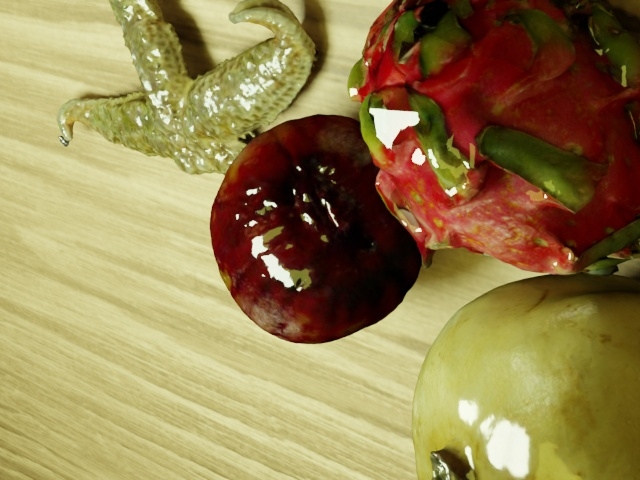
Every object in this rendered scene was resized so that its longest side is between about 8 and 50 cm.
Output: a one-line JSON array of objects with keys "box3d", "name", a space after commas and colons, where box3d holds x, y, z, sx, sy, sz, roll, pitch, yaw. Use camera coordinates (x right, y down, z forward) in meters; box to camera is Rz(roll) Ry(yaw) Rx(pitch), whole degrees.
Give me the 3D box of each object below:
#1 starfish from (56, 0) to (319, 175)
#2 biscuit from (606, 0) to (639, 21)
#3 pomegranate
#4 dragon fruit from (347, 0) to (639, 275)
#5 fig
[{"box3d": [-0.179, -0.195, 1.461, 0.432, 0.082, 0.324, 26, 135, 35], "name": "starfish"}, {"box3d": [0.282, -0.237, 0.990, 0.250, 0.030, 0.160, 35, 136, 24], "name": "biscuit"}, {"box3d": [0.236, 0.185, 1.108, 0.332, 0.332, 0.332, 26, 132, 32], "name": "pomegranate"}, {"box3d": [0.166, -0.095, 1.059, 0.303, 0.237, 0.231, 37, 162, 6], "name": "dragon fruit"}, {"box3d": [-0.003, -0.002, 1.309, 0.224, 0.224, 0.263, 47, 137, 12], "name": "fig"}]
